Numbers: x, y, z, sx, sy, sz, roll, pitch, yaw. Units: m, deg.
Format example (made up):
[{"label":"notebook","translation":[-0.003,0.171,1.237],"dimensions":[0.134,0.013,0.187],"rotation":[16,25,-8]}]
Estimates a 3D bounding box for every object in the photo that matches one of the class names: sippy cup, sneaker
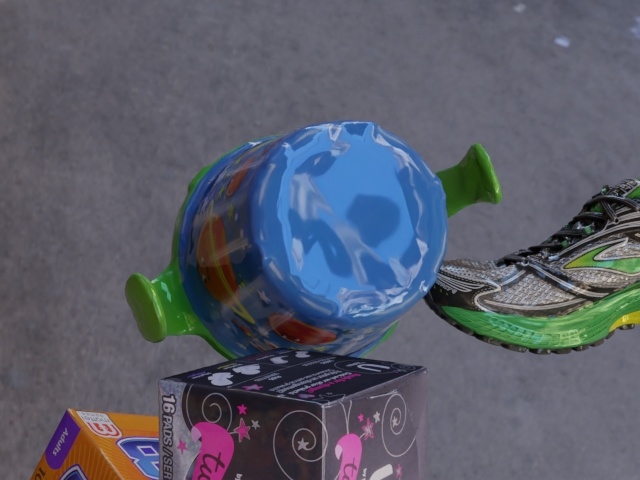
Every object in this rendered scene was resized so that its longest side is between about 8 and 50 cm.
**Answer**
[{"label":"sippy cup","translation":[0.000,0.000,1.011],"dimensions":[0.240,0.224,0.305],"rotation":[34,74,-8]},{"label":"sneaker","translation":[0.257,0.011,1.108],"dimensions":[0.343,0.146,0.134],"rotation":[-10,20,-9]}]

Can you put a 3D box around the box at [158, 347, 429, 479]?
[{"label":"box","translation":[-0.016,0.215,0.839],"dimensions":[0.142,0.247,0.163],"rotation":[3,5,30]}]

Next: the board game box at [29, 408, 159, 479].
[{"label":"board game box","translation":[-0.208,0.491,1.627],"dimensions":[0.356,0.356,0.356],"rotation":[15,19,-47]}]
